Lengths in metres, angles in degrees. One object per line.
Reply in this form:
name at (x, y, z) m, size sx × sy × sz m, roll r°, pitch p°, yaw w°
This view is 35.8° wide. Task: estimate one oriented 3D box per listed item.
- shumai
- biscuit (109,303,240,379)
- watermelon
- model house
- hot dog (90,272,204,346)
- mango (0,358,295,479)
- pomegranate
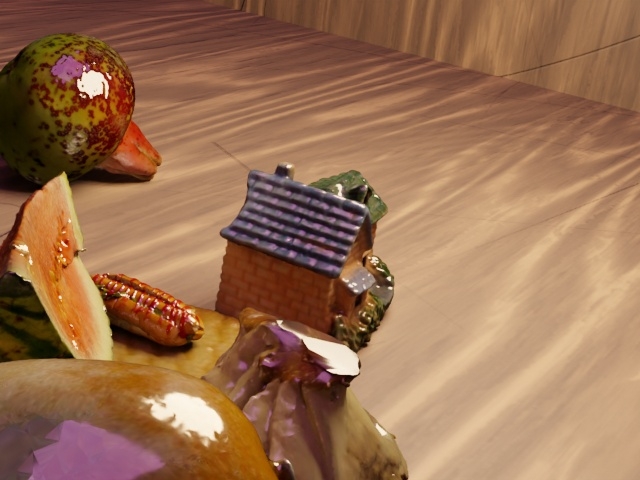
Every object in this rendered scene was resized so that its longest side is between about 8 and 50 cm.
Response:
shumai at (-0.009, 0.131, 0.706) m, size 0.201 × 0.120 × 0.201 m, roll 19°, pitch 26°, yaw -10°
biscuit at (-0.164, 0.126, 0.861) m, size 0.318 × 0.040 × 0.318 m, roll 5°, pitch 19°, yaw -2°
watermelon at (-0.215, 0.063, 0.782) m, size 0.128 × 0.159 × 0.303 m, roll 32°, pitch 8°, yaw -14°
model house at (0.000, 0.000, 1.059) m, size 0.167 × 0.172 × 0.183 m, roll 16°, pitch 23°, yaw 21°
hot dog at (-0.166, 0.062, 0.925) m, size 0.144 × 0.038 × 0.062 m, roll 19°, pitch 22°, yaw 32°
mango at (-0.201, 0.175, 0.542) m, size 0.384 × 0.198 × 0.221 m, roll -8°, pitch 44°, yaw -10°
pomegranate at (-0.319, -0.158, 1.339) m, size 0.248 × 0.214 × 0.214 m, roll 36°, pitch 12°, yaw -25°
